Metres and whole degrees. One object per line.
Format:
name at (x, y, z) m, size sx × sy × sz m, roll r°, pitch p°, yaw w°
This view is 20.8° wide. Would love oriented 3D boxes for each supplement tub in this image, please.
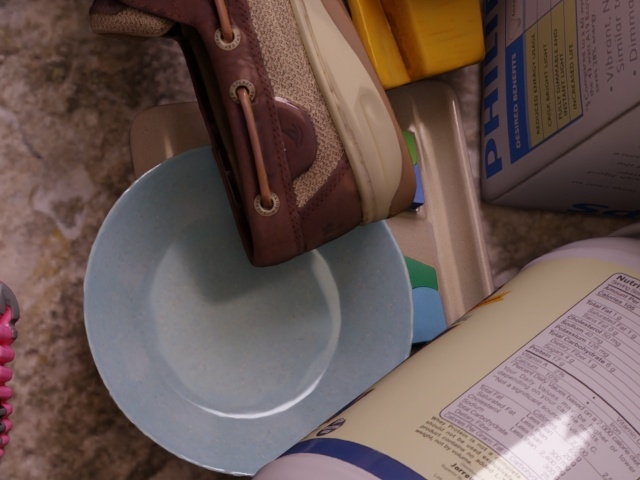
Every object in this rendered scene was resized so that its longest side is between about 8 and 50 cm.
supplement tub at (0.135, 0.142, 0.943) m, size 0.325 × 0.235 × 0.235 m, roll -35°, pitch 87°, yaw -31°

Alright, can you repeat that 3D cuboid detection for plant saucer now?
plant saucer at (-0.043, 0.040, 1.006) m, size 0.195 × 0.037 × 0.195 m, roll 3°, pitch 78°, yaw -16°

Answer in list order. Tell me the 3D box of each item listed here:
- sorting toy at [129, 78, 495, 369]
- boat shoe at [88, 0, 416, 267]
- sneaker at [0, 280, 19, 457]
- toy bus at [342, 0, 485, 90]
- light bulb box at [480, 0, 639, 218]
sorting toy at (0.000, 0.000, 1.064) m, size 0.208 × 0.038 × 0.193 m, roll -8°, pitch 81°, yaw -14°
boat shoe at (-0.072, -0.147, 0.960) m, size 0.123 × 0.123 × 0.342 m, roll -27°, pitch 97°, yaw -10°
sneaker at (-0.208, 0.082, 1.004) m, size 0.057 × 0.047 × 0.119 m, roll 1°, pitch 76°, yaw 8°
toy bus at (0.032, -0.260, 1.035) m, size 0.108 × 0.130 × 0.332 m, roll -20°, pitch 96°, yaw -42°
light bulb box at (0.254, -0.216, 0.997) m, size 0.225 × 0.361 × 0.358 m, roll 5°, pitch 78°, yaw -13°
